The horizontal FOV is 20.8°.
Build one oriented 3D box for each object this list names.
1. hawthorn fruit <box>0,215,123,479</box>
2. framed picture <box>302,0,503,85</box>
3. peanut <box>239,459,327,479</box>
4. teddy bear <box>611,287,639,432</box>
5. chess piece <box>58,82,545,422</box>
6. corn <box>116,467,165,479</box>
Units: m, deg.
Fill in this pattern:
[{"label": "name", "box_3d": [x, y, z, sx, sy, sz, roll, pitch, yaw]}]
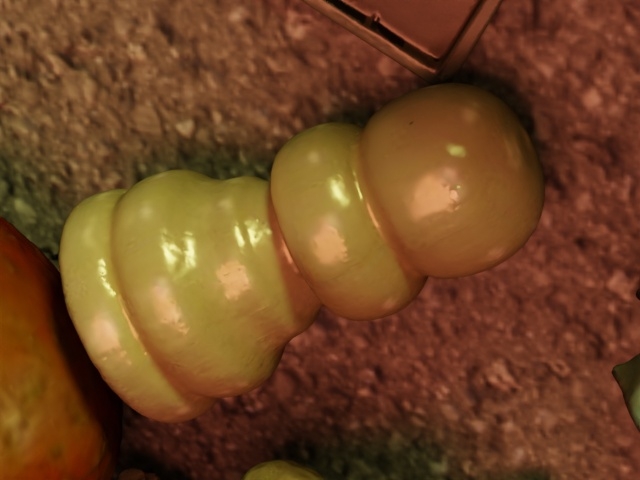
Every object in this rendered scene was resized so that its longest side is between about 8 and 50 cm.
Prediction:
[{"label": "hawthorn fruit", "box_3d": [-0.351, 0.144, 1.164, 0.403, 0.403, 0.403, 8, 119, 15]}, {"label": "framed picture", "box_3d": [0.005, -0.247, 1.052, 0.289, 0.016, 0.213, 32, 122, 1]}, {"label": "peanut", "box_3d": [-0.037, 0.257, 1.286, 0.085, 0.104, 0.228, 29, 129, 30]}, {"label": "teddy bear", "box_3d": [0.358, 0.012, 0.894, 0.362, 0.327, 0.375, 14, 151, 8]}, {"label": "chess piece", "box_3d": [0.000, 0.000, 1.112, 0.299, 0.167, 0.167, -21, 109, 22]}, {"label": "corn", "box_3d": [-0.118, 0.281, 1.340, 0.080, 0.080, 0.238, -5, 114, 21]}]
